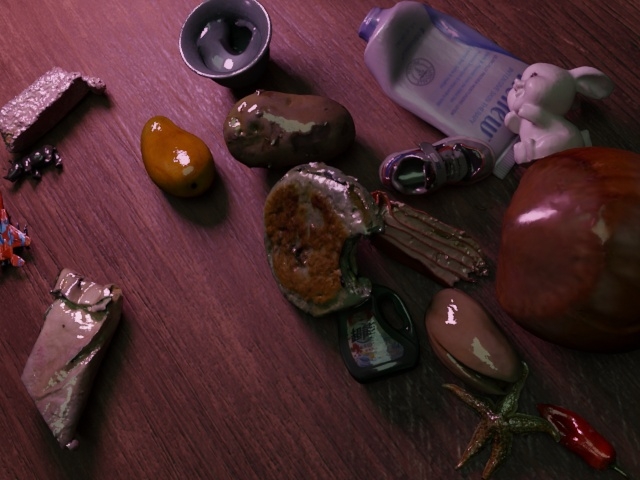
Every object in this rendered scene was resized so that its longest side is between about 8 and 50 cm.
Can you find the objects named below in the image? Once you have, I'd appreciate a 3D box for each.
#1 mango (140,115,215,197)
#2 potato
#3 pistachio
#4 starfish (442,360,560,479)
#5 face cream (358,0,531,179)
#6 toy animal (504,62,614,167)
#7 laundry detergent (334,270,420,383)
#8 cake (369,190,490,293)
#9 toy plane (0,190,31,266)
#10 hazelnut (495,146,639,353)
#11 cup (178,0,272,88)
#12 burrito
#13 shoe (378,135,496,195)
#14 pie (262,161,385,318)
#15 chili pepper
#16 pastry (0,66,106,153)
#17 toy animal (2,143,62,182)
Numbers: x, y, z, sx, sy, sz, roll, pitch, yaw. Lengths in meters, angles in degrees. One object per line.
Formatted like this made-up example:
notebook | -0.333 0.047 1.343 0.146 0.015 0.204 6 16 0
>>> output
mango | -0.307 -0.175 1.516 0.136 0.099 0.227 -43 62 2
potato | -0.061 -0.216 1.442 0.262 0.165 0.165 4 74 0
pistachio | 0.264 0.175 1.266 0.136 0.136 0.226 -36 54 -1
starfish | 0.305 0.311 1.259 0.217 0.050 0.223 24 82 33
face cream | 0.258 -0.331 1.453 0.420 0.137 0.235 36 82 8
toy animal | 0.439 -0.229 1.350 0.179 0.127 0.193 8 83 -12
laundry detergent | 0.096 0.146 1.344 0.144 0.078 0.221 -17 68 6
cake | 0.186 0.001 1.370 0.287 0.135 0.098 32 76 -1
toy plane | -0.689 -0.024 1.569 0.130 0.061 0.189 -14 67 8
hazelnut | 0.464 0.017 1.197 0.372 0.315 0.372 -1 94 -10
cup | -0.180 -0.396 1.526 0.199 0.150 0.199 -3 73 11
burrito | -0.501 0.229 1.431 0.175 0.107 0.347 2 71 28
shoe | 0.217 -0.141 1.368 0.228 0.125 0.099 -11 94 13
pie | -0.005 -0.002 1.338 0.302 0.067 0.302 6 98 47
chili pepper | 0.445 0.339 1.223 0.191 0.050 0.059 39 101 27
pastry | -0.613 -0.307 1.615 0.265 0.103 0.112 -36 87 -7
toy animal | -0.648 -0.169 1.612 0.136 0.047 0.065 -27 65 4
